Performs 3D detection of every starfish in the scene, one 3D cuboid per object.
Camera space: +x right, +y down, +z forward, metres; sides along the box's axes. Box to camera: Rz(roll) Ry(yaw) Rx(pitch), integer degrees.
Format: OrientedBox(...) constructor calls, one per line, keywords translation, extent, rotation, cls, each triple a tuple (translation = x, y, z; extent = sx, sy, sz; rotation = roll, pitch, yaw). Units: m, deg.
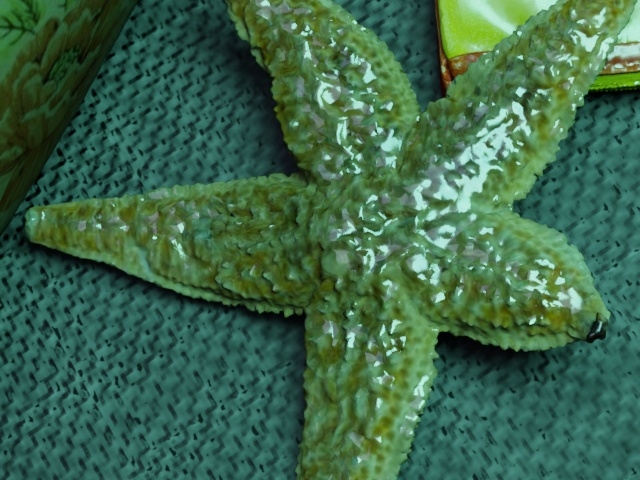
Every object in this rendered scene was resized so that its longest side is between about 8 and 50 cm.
OrientedBox(translation=(0.001, 0.000, 0.642), extent=(0.231, 0.048, 0.295), rotation=(26, 93, 17), cls="starfish")

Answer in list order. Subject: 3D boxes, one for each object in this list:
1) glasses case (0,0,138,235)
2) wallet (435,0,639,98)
OrientedBox(translation=(-0.105, -0.143, 0.652), extent=(0.098, 0.156, 0.425), rotation=(26, 76, 5), cls="glasses case")
OrientedBox(translation=(0.162, -0.128, 0.674), extent=(0.241, 0.067, 0.141), rotation=(-6, 76, 9), cls="wallet")
